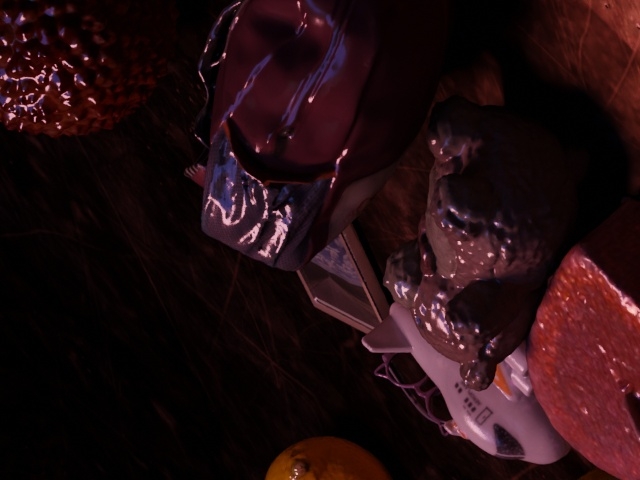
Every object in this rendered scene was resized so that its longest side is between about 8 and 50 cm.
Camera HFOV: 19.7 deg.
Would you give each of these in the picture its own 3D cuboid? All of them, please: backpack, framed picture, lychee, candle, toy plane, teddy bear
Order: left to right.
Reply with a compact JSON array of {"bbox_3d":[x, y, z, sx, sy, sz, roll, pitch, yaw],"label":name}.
[{"bbox_3d":[-0.284,-0.237,2.018,0.300,0.264,0.264,-15,112,55],"label":"lychee"},{"bbox_3d":[0.000,0.000,2.151,0.189,0.023,0.260,25,147,54],"label":"framed picture"},{"bbox_3d":[0.006,-0.164,1.551,0.197,0.283,0.317,22,140,3],"label":"backpack"},{"bbox_3d":[0.162,0.145,1.925,0.245,0.117,0.244,42,155,25],"label":"toy plane"},{"bbox_3d":[0.145,-0.002,1.662,0.151,0.236,0.267,9,144,-9],"label":"teddy bear"},{"bbox_3d":[0.294,0.108,1.593,0.317,0.131,0.287,17,137,53],"label":"candle"}]

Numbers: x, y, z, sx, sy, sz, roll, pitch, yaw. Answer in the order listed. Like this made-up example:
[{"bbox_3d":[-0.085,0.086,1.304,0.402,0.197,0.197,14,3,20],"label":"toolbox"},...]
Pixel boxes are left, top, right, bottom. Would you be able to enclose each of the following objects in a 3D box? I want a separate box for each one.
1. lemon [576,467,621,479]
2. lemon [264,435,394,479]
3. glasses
[{"bbox_3d":[0.313,0.336,1.768,0.240,0.240,0.219,43,166,21],"label":"lemon"},{"bbox_3d":[0.015,0.358,2.461,0.187,0.187,0.244,26,155,48],"label":"lemon"},{"bbox_3d":[0.127,0.195,2.147,0.140,0.062,0.104,41,157,28],"label":"glasses"}]
